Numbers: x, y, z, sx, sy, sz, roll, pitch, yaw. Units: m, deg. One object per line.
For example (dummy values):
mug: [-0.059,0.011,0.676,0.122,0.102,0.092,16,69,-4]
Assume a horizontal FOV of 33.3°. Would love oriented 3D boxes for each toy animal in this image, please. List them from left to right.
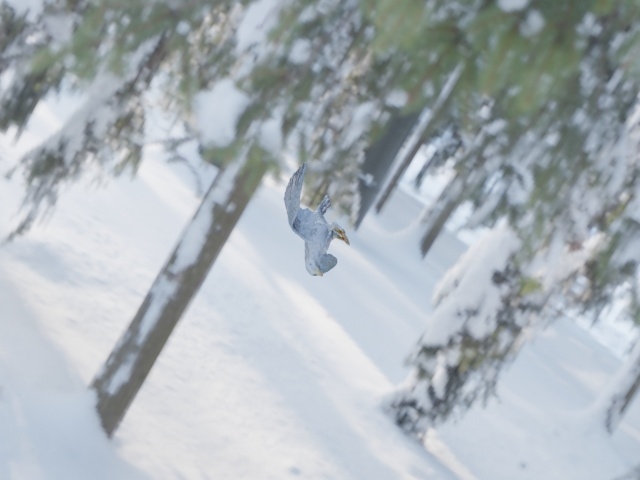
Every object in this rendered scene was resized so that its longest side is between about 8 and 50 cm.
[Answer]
toy animal: [0.001,-0.001,0.602,0.084,0.028,0.050,70,-1,-45]
